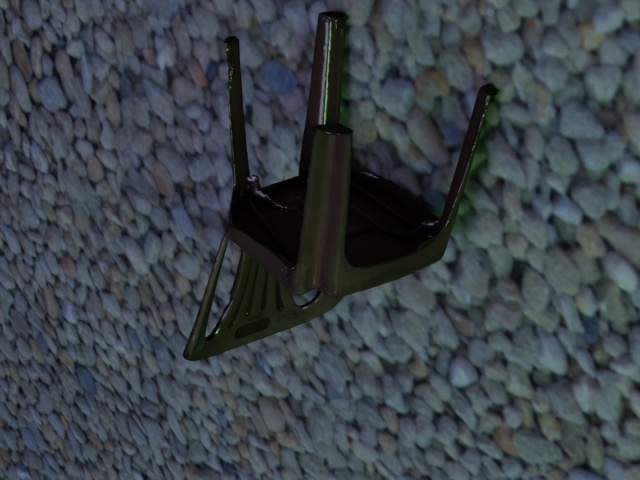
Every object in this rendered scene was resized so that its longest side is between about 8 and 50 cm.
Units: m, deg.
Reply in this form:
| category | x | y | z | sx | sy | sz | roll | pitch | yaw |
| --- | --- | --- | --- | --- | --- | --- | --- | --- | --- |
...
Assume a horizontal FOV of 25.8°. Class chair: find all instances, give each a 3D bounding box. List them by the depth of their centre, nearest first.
| category | x | y | z | sx | sy | sz | roll | pitch | yaw |
| --- | --- | --- | --- | --- | --- | --- | --- | --- | --- |
| chair | 0.000 | 0.000 | 1.151 | 0.183 | 0.175 | 0.326 | 39 | 135 | 40 |
